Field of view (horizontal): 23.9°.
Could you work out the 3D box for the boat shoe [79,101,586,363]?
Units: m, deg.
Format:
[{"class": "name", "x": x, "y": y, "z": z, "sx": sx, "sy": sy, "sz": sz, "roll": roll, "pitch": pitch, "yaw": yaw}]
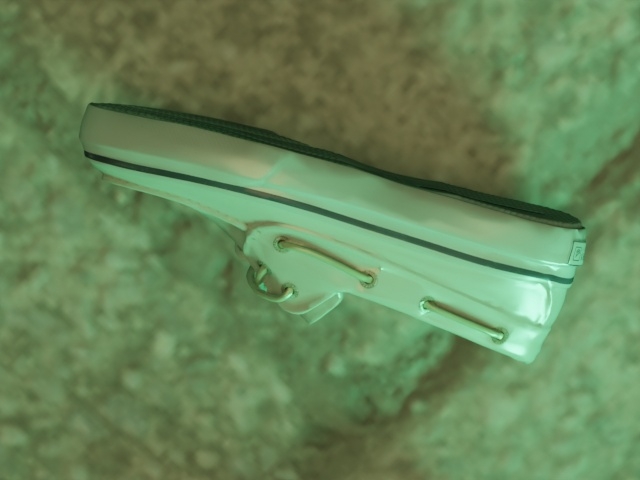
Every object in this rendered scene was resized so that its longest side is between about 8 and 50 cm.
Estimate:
[{"class": "boat shoe", "x": 0.000, "y": 0.000, "z": 0.656, "sx": 0.226, "sy": 0.083, "sz": 0.075, "roll": 15, "pitch": 98, "yaw": 2}]
